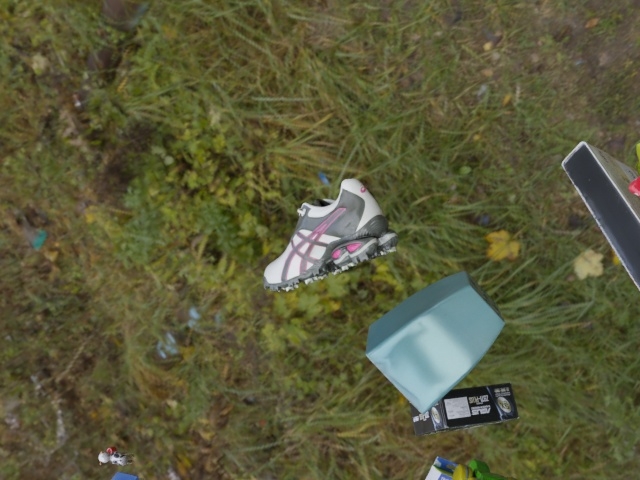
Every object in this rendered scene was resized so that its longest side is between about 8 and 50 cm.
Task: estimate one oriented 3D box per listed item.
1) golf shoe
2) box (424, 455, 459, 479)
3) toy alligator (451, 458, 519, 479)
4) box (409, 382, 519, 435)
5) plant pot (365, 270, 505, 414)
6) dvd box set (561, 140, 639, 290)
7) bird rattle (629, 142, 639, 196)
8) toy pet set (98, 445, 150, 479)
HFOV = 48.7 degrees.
[{"bbox_3d":[0.000,0.000,1.081,0.273,0.105,0.120,-26,85,44],"label":"golf shoe"},{"bbox_3d":[0.270,0.591,1.603,0.109,0.178,0.042,28,-179,-25],"label":"box"},{"bbox_3d":[0.146,0.228,0.581,0.056,0.051,0.190,14,177,-2],"label":"toy alligator"},{"bbox_3d":[0.308,0.366,1.527,0.147,0.180,0.077,132,133,-62],"label":"box"},{"bbox_3d":[0.233,0.181,1.388,0.234,0.165,0.165,-42,96,15],"label":"plant pot"},{"bbox_3d":[0.619,0.015,1.180,0.062,0.421,0.307,-51,33,33],"label":"dvd box set"},{"bbox_3d":[0.577,-0.083,1.055,0.207,0.253,0.143,40,119,-5],"label":"bird rattle"},{"bbox_3d":[-0.272,0.338,0.915,0.114,0.065,0.122,-4,80,39],"label":"toy pet set"}]
